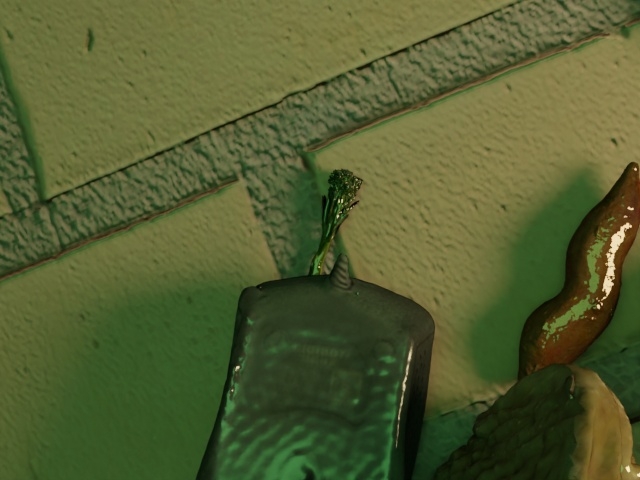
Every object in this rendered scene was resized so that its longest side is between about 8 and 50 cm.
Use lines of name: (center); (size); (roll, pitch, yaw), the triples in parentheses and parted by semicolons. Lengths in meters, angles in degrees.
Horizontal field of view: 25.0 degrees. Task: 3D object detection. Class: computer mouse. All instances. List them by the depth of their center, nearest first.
computer mouse: (-0.007, 0.196, 1.251); (0.188, 0.122, 0.370); (8, 78, 11)

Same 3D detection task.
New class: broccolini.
broccolini: (0.000, 0.000, 1.324); (0.035, 0.030, 0.139); (22, 92, 21)

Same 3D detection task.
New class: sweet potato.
sweet potato: (0.235, 0.034, 1.258); (0.065, 0.051, 0.218); (28, 89, 15)

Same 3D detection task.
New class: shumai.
shumai: (0.218, 0.284, 1.187); (0.262, 0.267, 0.314); (29, 120, -16)
